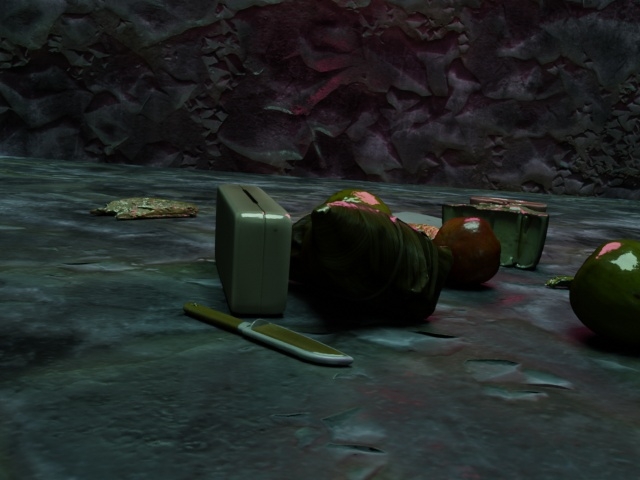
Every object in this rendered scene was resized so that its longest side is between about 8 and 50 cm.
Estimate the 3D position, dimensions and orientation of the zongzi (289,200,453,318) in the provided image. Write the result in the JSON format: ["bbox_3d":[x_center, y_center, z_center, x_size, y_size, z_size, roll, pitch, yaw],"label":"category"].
[{"bbox_3d":[0.000,0.000,0.871,0.285,0.134,0.288,8,-12,42],"label":"zongzi"}]

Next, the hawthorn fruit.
[{"bbox_3d":[0.249,0.025,1.098,0.125,0.140,0.125,36,6,-4],"label":"hawthorn fruit"}]

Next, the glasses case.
[{"bbox_3d":[-0.113,0.000,0.965,0.076,0.144,0.336,1,12,-14],"label":"glasses case"}]

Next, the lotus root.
[{"bbox_3d":[0.378,-0.018,1.345,0.234,0.119,0.138,12,13,39],"label":"lotus root"}]

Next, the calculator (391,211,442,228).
[{"bbox_3d":[0.253,-0.036,1.583,0.295,0.042,0.184,14,14,36],"label":"calculator"}]

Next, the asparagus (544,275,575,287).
[{"bbox_3d":[0.456,0.077,1.134,0.108,0.021,0.025,3,12,-11],"label":"asparagus"}]

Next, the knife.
[{"bbox_3d":[-0.069,0.105,0.750,0.256,0.022,0.046,13,9,37],"label":"knife"}]

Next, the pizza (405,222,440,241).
[{"bbox_3d":[0.194,-0.004,1.356,0.159,0.036,0.099,4,35,24],"label":"pizza"}]

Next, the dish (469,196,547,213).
[{"bbox_3d":[0.512,-0.066,1.741,0.213,0.091,0.213,6,8,-1],"label":"dish"}]

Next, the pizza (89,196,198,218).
[{"bbox_3d":[-0.438,-0.081,1.540,0.181,0.034,0.262,15,15,39],"label":"pizza"}]

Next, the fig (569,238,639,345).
[{"bbox_3d":[0.429,0.083,0.839,0.186,0.148,0.142,44,-1,4],"label":"fig"}]

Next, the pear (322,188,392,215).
[{"bbox_3d":[0.055,-0.019,1.122,0.148,0.149,0.162,13,6,36],"label":"pear"}]
